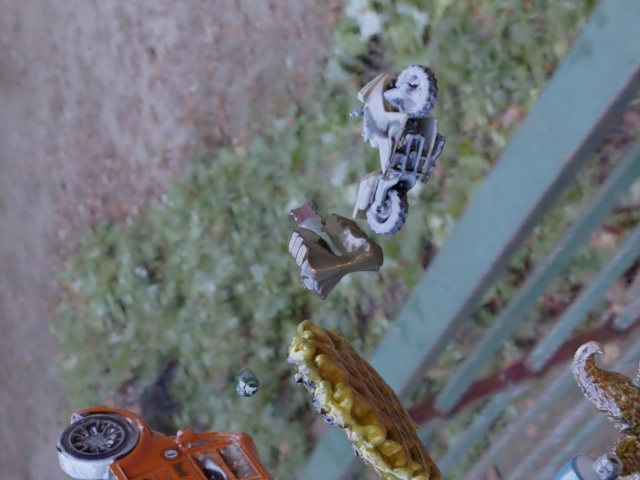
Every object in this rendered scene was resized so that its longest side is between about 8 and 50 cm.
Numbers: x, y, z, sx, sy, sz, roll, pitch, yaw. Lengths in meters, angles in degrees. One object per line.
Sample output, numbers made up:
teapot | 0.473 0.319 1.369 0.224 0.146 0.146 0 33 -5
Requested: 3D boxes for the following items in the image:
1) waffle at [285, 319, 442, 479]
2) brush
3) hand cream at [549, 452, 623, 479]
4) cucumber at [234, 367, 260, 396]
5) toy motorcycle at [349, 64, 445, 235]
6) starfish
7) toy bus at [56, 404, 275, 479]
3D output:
waffle | 0.063 0.224 1.931 0.281 0.058 0.301 49 -172 -7
brush | 0.000 0.000 1.528 0.301 0.084 0.071 -130 19 -75
hand cream | 0.167 0.250 1.139 0.224 0.083 0.048 -56 10 25
cucumber | -0.104 0.199 2.042 0.155 0.037 0.037 -178 68 -85
toy motorcycle | 0.092 -0.126 1.932 0.130 0.094 0.229 25 106 47
starfish | 0.430 0.265 1.924 0.113 0.303 0.312 -12 105 33
toy bus | -0.078 0.243 1.046 0.329 0.153 0.143 43 141 50
